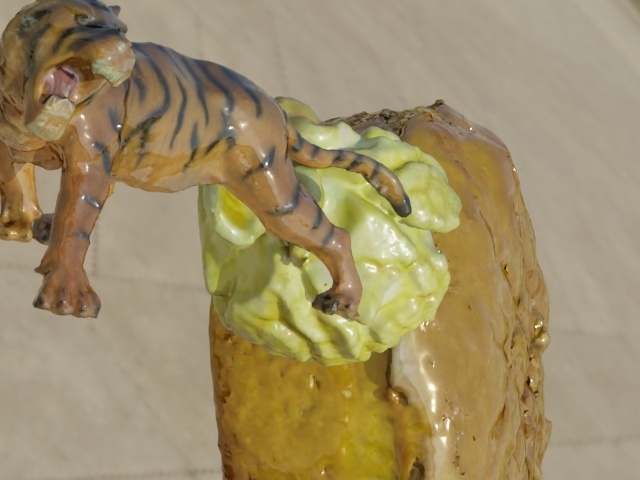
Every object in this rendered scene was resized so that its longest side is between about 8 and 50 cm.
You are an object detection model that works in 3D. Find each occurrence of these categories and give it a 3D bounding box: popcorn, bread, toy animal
[{"bbox_3d":[0.000,0.000,0.934,0.141,0.135,0.162,32,13,16],"label":"popcorn"},{"bbox_3d":[0.058,0.095,1.330,0.398,0.215,0.398,-2,90,-76],"label":"bread"},{"bbox_3d":[-0.052,-0.038,0.743,0.114,0.116,0.255,24,13,36],"label":"toy animal"}]
